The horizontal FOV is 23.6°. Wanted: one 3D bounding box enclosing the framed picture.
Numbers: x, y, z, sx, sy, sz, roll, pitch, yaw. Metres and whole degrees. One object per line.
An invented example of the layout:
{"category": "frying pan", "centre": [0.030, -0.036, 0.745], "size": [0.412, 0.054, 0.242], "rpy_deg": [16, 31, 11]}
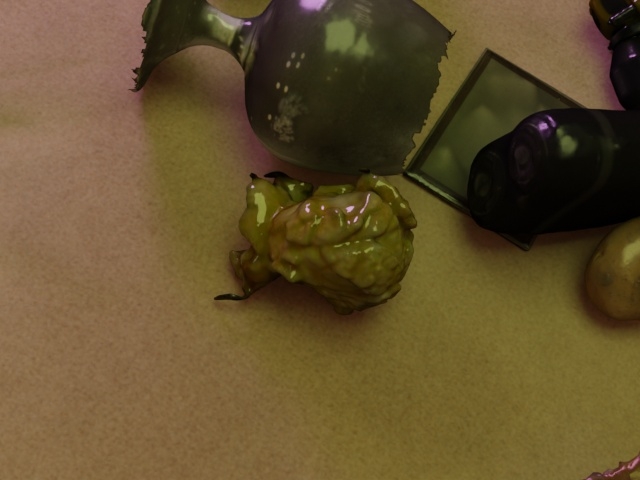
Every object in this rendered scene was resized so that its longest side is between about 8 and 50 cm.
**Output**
{"category": "framed picture", "centre": [0.220, -0.112, 1.809], "size": [0.173, 0.010, 0.231], "rpy_deg": [33, 58, 4]}

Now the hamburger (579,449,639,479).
{"category": "hamburger", "centre": [0.417, 0.326, 1.476], "size": [0.446, 0.268, 0.287], "rpy_deg": [-9, 68, -21]}

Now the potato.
{"category": "potato", "centre": [0.364, 0.032, 1.714], "size": [0.147, 0.112, 0.112], "rpy_deg": [-32, 73, -20]}

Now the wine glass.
{"category": "wine glass", "centre": [-0.029, -0.203, 1.670], "size": [0.323, 0.238, 0.238], "rpy_deg": [21, 58, -4]}

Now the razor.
{"category": "razor", "centre": [0.343, -0.087, 1.708], "size": [0.349, 0.204, 0.113], "rpy_deg": [-8, 74, -25]}

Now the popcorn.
{"category": "popcorn", "centre": [0.000, 0.001, 1.600], "size": [0.195, 0.168, 0.173], "rpy_deg": [13, 95, 4]}

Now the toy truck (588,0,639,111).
{"category": "toy truck", "centre": [0.411, -0.248, 1.874], "size": [0.165, 0.147, 0.224], "rpy_deg": [-31, 72, 2]}
